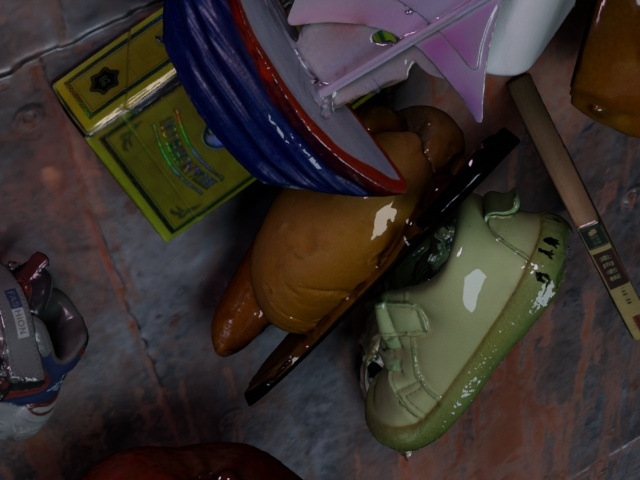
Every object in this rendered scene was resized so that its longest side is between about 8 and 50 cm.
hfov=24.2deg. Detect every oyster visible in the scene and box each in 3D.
[{"bbox_3d":[0.064,0.117,1.407,0.106,0.061,0.200,6,126,-22],"label":"oyster"}]

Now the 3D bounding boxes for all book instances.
[{"bbox_3d":[0.227,-0.025,1.287,0.026,0.161,0.231,-27,147,10],"label":"book"}]

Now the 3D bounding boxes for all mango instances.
[{"bbox_3d":[0.298,-0.191,1.177,0.136,0.166,0.236,-66,171,-75],"label":"mango"}]

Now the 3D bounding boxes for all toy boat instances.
[{"bbox_3d":[0.030,-0.158,0.873,0.219,0.072,0.318,31,123,-12],"label":"toy boat"}]

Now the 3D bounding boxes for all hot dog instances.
[{"bbox_3d":[0.004,-0.003,1.135,0.326,0.107,0.194,-46,175,24],"label":"hot dog"}]

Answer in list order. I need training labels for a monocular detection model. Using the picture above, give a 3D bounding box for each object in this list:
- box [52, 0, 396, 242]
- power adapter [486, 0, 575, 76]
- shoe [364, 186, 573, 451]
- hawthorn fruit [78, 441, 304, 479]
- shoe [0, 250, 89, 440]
[{"bbox_3d":[-0.057,-0.112,1.024,0.220,0.064,0.141,-34,145,-3],"label":"box"},{"bbox_3d":[0.138,-0.254,0.935,0.187,0.124,0.255,-53,168,-53],"label":"power adapter"},{"bbox_3d":[0.110,0.057,1.265,0.262,0.128,0.140,-49,179,34],"label":"shoe"},{"bbox_3d":[-0.117,0.319,1.285,0.265,0.265,0.307,-15,144,-29],"label":"hawthorn fruit"},{"bbox_3d":[-0.233,0.064,1.026,0.125,0.099,0.227,-38,151,13],"label":"shoe"}]
